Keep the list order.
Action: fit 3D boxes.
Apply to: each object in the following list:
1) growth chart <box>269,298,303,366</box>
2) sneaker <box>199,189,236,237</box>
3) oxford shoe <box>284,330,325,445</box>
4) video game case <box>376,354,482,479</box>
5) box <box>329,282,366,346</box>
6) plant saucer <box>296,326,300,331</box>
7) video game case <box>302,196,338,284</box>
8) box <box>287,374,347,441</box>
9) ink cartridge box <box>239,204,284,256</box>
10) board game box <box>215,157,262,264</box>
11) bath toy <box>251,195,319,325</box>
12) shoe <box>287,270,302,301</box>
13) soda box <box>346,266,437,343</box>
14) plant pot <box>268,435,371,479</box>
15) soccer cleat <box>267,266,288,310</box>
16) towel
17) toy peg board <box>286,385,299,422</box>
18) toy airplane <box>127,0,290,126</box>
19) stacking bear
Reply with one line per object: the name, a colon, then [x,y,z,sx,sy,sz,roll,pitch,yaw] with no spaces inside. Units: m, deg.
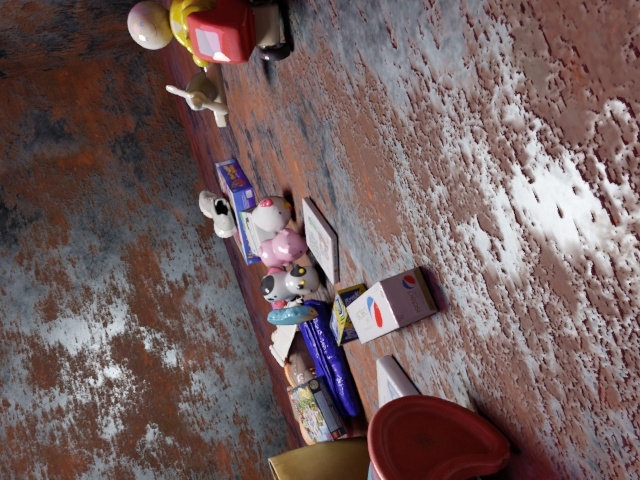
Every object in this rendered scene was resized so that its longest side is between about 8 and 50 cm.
growth chart: [-0.106,0.280,1.629,0.237,0.021,0.172,-68,25,13]
sneaker: [-0.389,-0.133,1.937,0.262,0.099,0.121,49,147,37]
oxford shoe: [-0.012,0.443,1.591,0.132,0.130,0.364,-39,60,40]
video game case: [0.197,0.422,0.932,0.329,0.036,0.300,-128,25,-50]
box: [0.060,0.156,1.051,0.169,0.059,0.054,96,153,-56]
plant saucer: [-0.097,0.396,1.906,0.278,0.041,0.278,162,90,-74]
video game case: [0.000,0.000,1.156,0.157,0.019,0.143,-124,22,-44]
box: [-0.015,0.465,1.394,0.159,0.044,0.233,63,156,13]
ink cartridge box: [-0.180,-0.031,1.611,0.208,0.086,0.153,-167,60,-71]
board game box: [-0.309,-0.110,1.981,0.233,0.078,0.347,-125,22,-46]
bath toy: [-0.094,0.036,1.299,0.129,0.151,0.348,88,170,-71]
shoe: [-0.102,0.159,1.603,0.178,0.063,0.081,125,131,-65]
soda box: [0.108,0.111,0.821,0.216,0.069,0.074,118,131,-70]
plant pot: [0.026,0.628,1.332,0.237,0.254,0.237,57,160,34]
soccer cleat: [-0.144,0.188,1.763,0.095,0.083,0.248,-125,20,-58]
towel: [0.005,0.319,1.399,0.227,0.076,0.308,161,91,-74]
toy peg board: [-0.040,0.645,1.963,0.160,0.079,0.161,18,127,52]
toy airplane: [-0.247,-0.458,1.010,0.384,0.272,0.386,153,98,-75]
stacking bear: [0.148,0.384,0.725,0.164,0.175,0.289,38,137,56]
